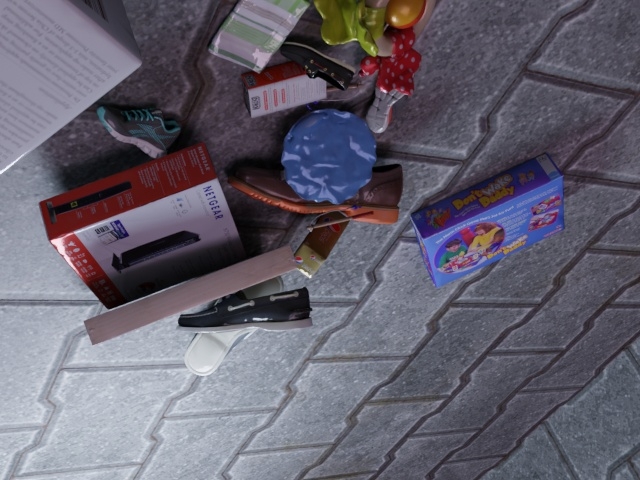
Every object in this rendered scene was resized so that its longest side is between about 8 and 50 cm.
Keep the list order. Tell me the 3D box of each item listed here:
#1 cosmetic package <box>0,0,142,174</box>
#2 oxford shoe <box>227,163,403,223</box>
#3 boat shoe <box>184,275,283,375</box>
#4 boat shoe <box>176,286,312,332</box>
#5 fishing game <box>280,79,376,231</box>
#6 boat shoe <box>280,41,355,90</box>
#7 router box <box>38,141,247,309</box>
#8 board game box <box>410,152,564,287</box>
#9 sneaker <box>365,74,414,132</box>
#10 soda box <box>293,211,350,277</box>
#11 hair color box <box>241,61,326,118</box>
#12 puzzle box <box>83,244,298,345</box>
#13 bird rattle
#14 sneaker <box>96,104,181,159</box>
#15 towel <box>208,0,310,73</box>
[{"bbox_3d":[-0.501,-0.219,1.179,0.453,0.161,0.230,-34,144,13],"label":"cosmetic package"},{"bbox_3d":[-0.005,-0.122,1.670,0.363,0.130,0.133,6,103,-27],"label":"oxford shoe"},{"bbox_3d":[-0.195,0.175,1.959,0.116,0.099,0.319,40,109,-4],"label":"boat shoe"},{"bbox_3d":[-0.166,0.151,1.843,0.302,0.091,0.114,-4,178,6],"label":"boat shoe"},{"bbox_3d":[0.013,-0.155,1.585,0.189,0.041,0.264,-15,109,-14],"label":"fishing game"},{"bbox_3d":[-0.009,-0.292,1.423,0.133,0.042,0.049,24,174,-1],"label":"boat shoe"},{"bbox_3d":[-0.312,-0.016,1.578,0.301,0.082,0.335,-21,155,-5],"label":"router box"},{"bbox_3d":[0.401,-0.042,2.013,0.347,0.078,0.233,-24,145,0],"label":"board game box"},{"bbox_3d":[0.137,-0.275,1.591,0.065,0.061,0.158,-29,157,-46],"label":"sneaker"},{"bbox_3d":[0.000,0.000,1.754,0.058,0.181,0.061,37,123,-3],"label":"soda box"},{"bbox_3d":[-0.062,-0.267,1.478,0.141,0.043,0.072,-17,144,-12],"label":"hair color box"},{"bbox_3d":[-0.263,0.109,1.687,0.409,0.052,0.272,-20,180,-15],"label":"puzzle box"},{"bbox_3d":[0.123,-0.358,1.406,0.207,0.143,0.253,-53,142,10],"label":"bird rattle"},{"bbox_3d":[-0.300,-0.197,1.424,0.076,0.065,0.166,-44,149,14],"label":"sneaker"},{"bbox_3d":[-0.098,-0.344,1.374,0.113,0.023,0.152,13,131,-42],"label":"towel"}]
